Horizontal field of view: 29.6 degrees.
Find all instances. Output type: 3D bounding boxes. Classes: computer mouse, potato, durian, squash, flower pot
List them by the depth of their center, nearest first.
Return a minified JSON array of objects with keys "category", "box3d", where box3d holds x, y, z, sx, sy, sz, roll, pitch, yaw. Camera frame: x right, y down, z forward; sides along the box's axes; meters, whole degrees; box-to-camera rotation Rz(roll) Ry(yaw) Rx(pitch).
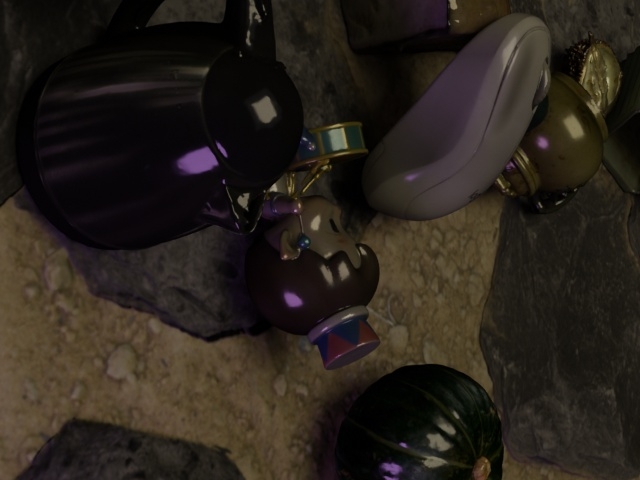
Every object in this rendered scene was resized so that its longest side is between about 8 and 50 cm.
[{"category":"squash","box3d":[0.116,0.245,1.397,0.218,0.172,0.218,9,79,-51]},{"category":"computer mouse","box3d":[0.177,-0.129,1.433,0.121,0.297,0.184,50,12,19]},{"category":"potato","box3d":[0.162,-0.336,1.500,0.264,0.189,0.211,-6,89,-45]},{"category":"durian","box3d":[0.392,-0.249,1.803,0.110,0.071,0.140,-39,126,-35]},{"category":"flower pot","box3d":[0.560,-0.190,1.865,0.209,0.239,0.189,72,38,-53]}]

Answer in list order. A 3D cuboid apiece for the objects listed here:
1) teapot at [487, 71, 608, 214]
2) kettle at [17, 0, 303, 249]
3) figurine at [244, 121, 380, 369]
[{"category":"teapot","box3d":[0.284,-0.120,1.638,0.182,0.173,0.269,-37,139,-6]},{"category":"kettle","box3d":[-0.118,-0.118,1.139,0.207,0.271,0.251,45,57,-32]},{"category":"figurine","box3d":[-0.009,0.002,1.312,0.161,0.158,0.275,-34,113,-84]}]
